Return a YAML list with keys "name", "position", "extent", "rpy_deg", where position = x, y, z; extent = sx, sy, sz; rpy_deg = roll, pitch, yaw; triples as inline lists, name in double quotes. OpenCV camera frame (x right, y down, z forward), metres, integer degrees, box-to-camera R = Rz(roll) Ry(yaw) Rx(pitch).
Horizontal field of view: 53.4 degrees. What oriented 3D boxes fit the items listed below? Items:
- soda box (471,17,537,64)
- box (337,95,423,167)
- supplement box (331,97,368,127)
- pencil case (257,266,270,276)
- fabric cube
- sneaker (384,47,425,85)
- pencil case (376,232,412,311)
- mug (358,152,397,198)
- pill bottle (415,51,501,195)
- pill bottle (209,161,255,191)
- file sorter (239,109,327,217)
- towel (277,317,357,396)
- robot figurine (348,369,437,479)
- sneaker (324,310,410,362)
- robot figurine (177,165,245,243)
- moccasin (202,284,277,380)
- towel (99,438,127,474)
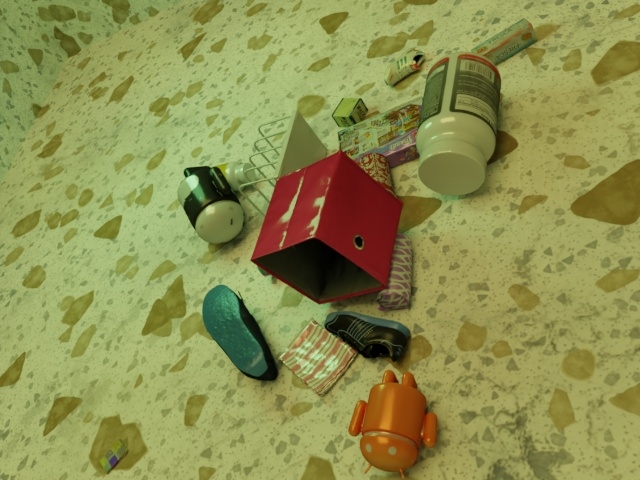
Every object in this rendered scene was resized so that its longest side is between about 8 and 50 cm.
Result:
- name: "soda box"
  position: [0.554, -0.590, 1.924]
  extent: [0.183, 0.063, 0.058]
  rpy_deg: [-29, 43, 11]
- name: "box"
  position: [0.196, -0.304, 1.939]
  extent: [0.293, 0.057, 0.201]
  rpy_deg: [-20, 46, 20]
- name: "supplement box"
  position: [0.098, -0.423, 2.107]
  extent: [0.083, 0.056, 0.083]
  rpy_deg: [11, 62, 41]
- name: "pencil case"
  position: [-0.104, 0.075, 1.827]
  extent: [0.151, 0.064, 0.070]
  rpy_deg: [0, 70, 33]
- name: "fabric cube"
  position: [0.023, -0.024, 1.608]
  extent: [0.259, 0.254, 0.258]
  rpy_deg: [-19, 45, 44]
- name: "sneaker"
  position: [0.281, -0.573, 2.104]
  extent: [0.161, 0.057, 0.075]
  rpy_deg: [-45, 37, -10]
- name: "pencil case"
  position: [0.187, 0.080, 1.612]
  extent: [0.088, 0.086, 0.206]
  rpy_deg: [-44, 28, 49]
- name: "mug"
  position: [0.138, -0.163, 1.817]
  extent: [0.150, 0.113, 0.169]
  rpy_deg: [-4, 46, 5]
- name: "pill bottle"
  position: [0.369, -0.315, 1.715]
  extent: [0.210, 0.210, 0.363]
  rpy_deg: [-7, 52, 31]
- name: "pill bottle"
  position: [-0.318, -0.214, 2.188]
  extent: [0.184, 0.103, 0.103]
  rpy_deg: [-9, 51, 30]
- name: "file sorter"
  position: [-0.119, -0.227, 1.999]
  extent: [0.173, 0.193, 0.278]
  rpy_deg: [-11, 50, 31]
- name: "towel"
  position: [-0.013, 0.290, 1.611]
  extent: [0.144, 0.029, 0.197]
  rpy_deg: [-48, 43, -10]
- name: "robot figurine"
  position: [0.155, 0.387, 1.340]
  extent: [0.128, 0.158, 0.220]
  rpy_deg: [130, 160, -56]
- name: "sneaker"
  position: [0.098, 0.234, 1.541]
  extent: [0.232, 0.081, 0.090]
  rpy_deg: [3, 50, 35]
- name: "robot figurine"
  position: [-0.353, -0.119, 2.058]
  extent: [0.173, 0.209, 0.278]
  rpy_deg: [-32, 61, -2]
- name: "moccasin"
  position: [-0.224, 0.261, 1.721]
  extent: [0.137, 0.117, 0.342]
  rpy_deg: [-37, 46, 3]
- name: "towel"
  position: [-0.572, 0.596, 1.759]
  extent: [0.083, 0.009, 0.060]
  rpy_deg: [-47, 44, -8]
